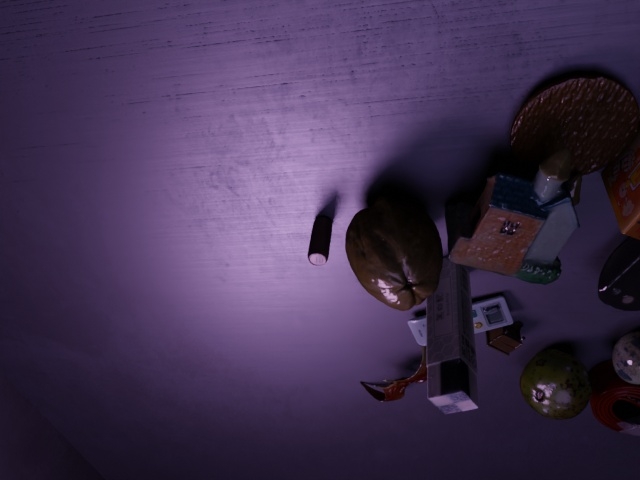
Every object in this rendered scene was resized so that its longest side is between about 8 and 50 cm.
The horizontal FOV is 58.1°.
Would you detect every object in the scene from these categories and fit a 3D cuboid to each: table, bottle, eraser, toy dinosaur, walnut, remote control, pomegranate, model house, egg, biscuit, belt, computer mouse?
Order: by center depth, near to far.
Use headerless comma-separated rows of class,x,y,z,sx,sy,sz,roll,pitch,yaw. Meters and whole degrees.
biscuit,0.535,-0.239,1.223,0.261,0.037,0.262,5,136,5
model house,0.457,-0.093,1.275,0.266,0.194,0.325,15,132,-4
walnut,0.178,0.024,1.374,0.227,0.283,0.283,-19,131,3
computer mouse,0.808,0.057,1.430,0.170,0.100,0.269,17,129,-15
eraser,0.328,0.226,1.454,0.096,0.404,0.098,-21,130,30
bottle,0.000,0.000,1.466,0.053,0.140,0.053,5,134,5
egg,0.921,0.346,1.667,0.141,0.141,0.182,1,136,7
remote control,0.409,0.234,1.697,0.293,0.051,0.103,-17,117,22
table,0.550,0.279,1.707,0.083,0.070,0.082,26,133,-15
pomegranate,0.739,0.434,1.772,0.247,0.214,0.214,-9,148,-38
belt,0.989,0.508,1.839,0.227,0.115,0.324,-29,122,34
toy dinosaur,0.264,0.434,1.900,0.206,0.113,0.327,-14,148,-14

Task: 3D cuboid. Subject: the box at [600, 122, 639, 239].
box,0.782,-0.141,1.164,0.259,0.214,0.284,12,134,-6
